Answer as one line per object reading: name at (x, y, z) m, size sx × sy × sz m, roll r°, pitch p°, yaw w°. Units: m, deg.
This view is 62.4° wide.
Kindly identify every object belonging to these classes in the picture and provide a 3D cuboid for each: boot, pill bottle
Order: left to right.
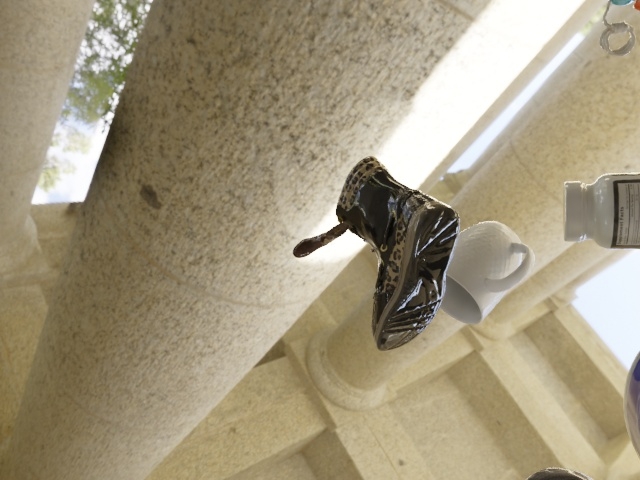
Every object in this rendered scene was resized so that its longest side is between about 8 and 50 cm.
boot at (0.000, 0.000, 1.110) m, size 0.107 × 0.114 × 0.037 m, roll -30°, pitch -87°, yaw -19°
boot at (0.141, 0.025, 1.153) m, size 0.138 × 0.377 × 0.284 m, roll -11°, pitch -141°, yaw -25°
pill bottle at (0.658, -0.062, 1.097) m, size 0.279 × 0.162 × 0.162 m, roll 0°, pitch -150°, yaw 23°

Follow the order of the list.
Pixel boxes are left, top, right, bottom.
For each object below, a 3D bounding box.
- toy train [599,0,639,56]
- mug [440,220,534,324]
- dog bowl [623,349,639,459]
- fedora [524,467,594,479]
toy train at (0.326, -0.232, 0.454) m, size 0.046 × 0.167 × 0.125 m, roll -4°, pitch -101°, yaw -69°
mug at (0.589, 0.094, 1.882) m, size 0.328 × 0.374 × 0.276 m, roll -43°, pitch -74°, yaw -19°
dog bowl at (0.473, 0.195, 0.550) m, size 0.264 × 0.265 × 0.104 m, roll 52°, pitch -165°, yaw 16°
fedora at (0.562, 0.676, 1.279) m, size 0.244 × 0.275 × 0.124 m, roll 40°, pitch 177°, yaw 12°
